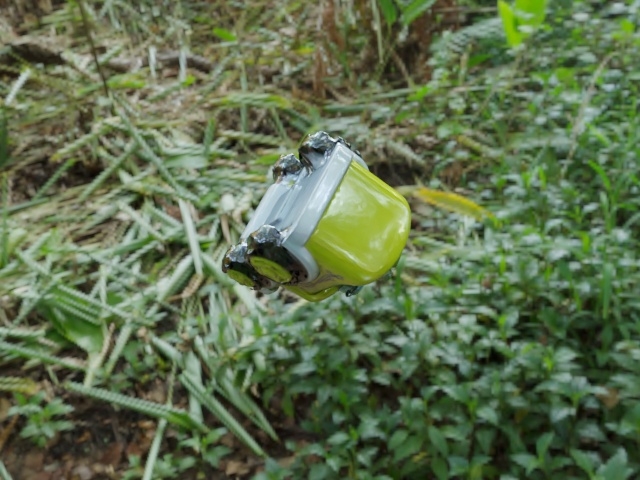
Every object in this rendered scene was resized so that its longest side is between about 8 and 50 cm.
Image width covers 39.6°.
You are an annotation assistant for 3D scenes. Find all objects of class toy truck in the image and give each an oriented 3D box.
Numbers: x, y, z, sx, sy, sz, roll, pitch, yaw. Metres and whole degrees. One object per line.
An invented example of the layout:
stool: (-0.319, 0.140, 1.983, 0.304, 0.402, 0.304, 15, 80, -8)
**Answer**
toy truck: (0.000, 0.000, 0.458, 0.076, 0.077, 0.111, -62, 13, -19)
